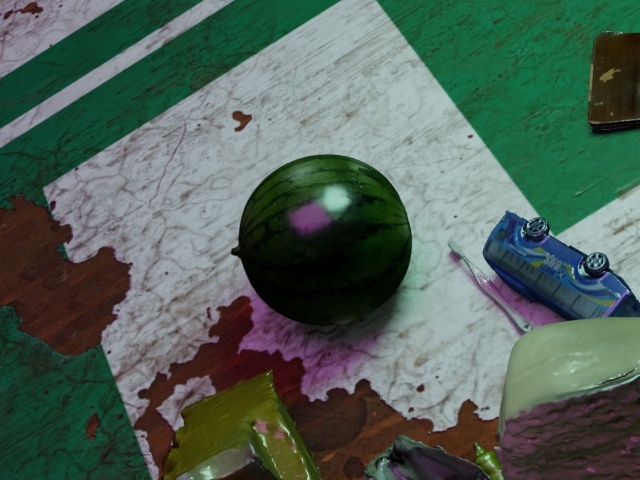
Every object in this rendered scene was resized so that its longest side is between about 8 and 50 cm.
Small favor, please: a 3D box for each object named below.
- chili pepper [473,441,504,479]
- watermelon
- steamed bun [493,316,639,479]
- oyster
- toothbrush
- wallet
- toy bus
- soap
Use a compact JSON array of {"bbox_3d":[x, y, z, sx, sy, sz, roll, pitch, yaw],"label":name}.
[{"bbox_3d":[0.261,0.307,1.751,0.208,0.043,0.049,23,39,34],"label":"chili pepper"},{"bbox_3d":[0.005,-0.001,1.997,0.242,0.242,0.242,-15,49,18],"label":"watermelon"},{"bbox_3d":[0.338,0.189,1.629,0.290,0.272,0.273,-6,47,4],"label":"steamed bun"},{"bbox_3d":[0.143,0.336,1.755,0.252,0.087,0.199,-5,71,46],"label":"oyster"},{"bbox_3d":[0.229,0.062,1.972,0.017,0.022,0.204,-37,47,-2],"label":"toothbrush"},{"bbox_3d":[0.436,-0.233,2.093,0.095,0.026,0.176,-4,54,19],"label":"wallet"},{"bbox_3d":[0.314,0.047,1.898,0.094,0.079,0.236,-46,47,-9],"label":"toy bus"},{"bbox_3d":[-0.123,0.240,1.826,0.169,0.304,0.338,-30,46,-1],"label":"soap"}]
